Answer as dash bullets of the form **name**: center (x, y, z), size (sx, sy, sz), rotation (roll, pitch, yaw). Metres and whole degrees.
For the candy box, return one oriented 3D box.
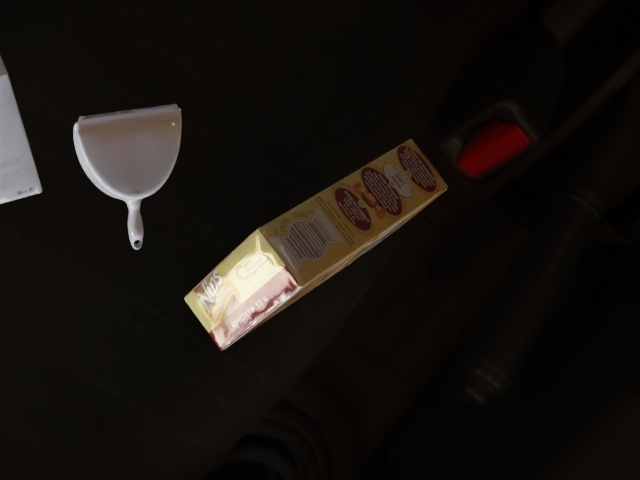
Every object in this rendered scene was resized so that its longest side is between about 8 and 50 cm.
- **candy box**: center (0.000, 0.000, 1.354), size (0.087, 0.316, 0.183), rotation (54, 135, 4)

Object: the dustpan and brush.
- **dustpan and brush**: center (-0.258, -0.081, 1.508), size (0.147, 0.060, 0.211), rotation (-10, 110, -20)

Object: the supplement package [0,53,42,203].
- **supplement package**: center (-0.506, -0.156, 1.486), size (0.194, 0.149, 0.203), rotation (-18, 135, -14)
